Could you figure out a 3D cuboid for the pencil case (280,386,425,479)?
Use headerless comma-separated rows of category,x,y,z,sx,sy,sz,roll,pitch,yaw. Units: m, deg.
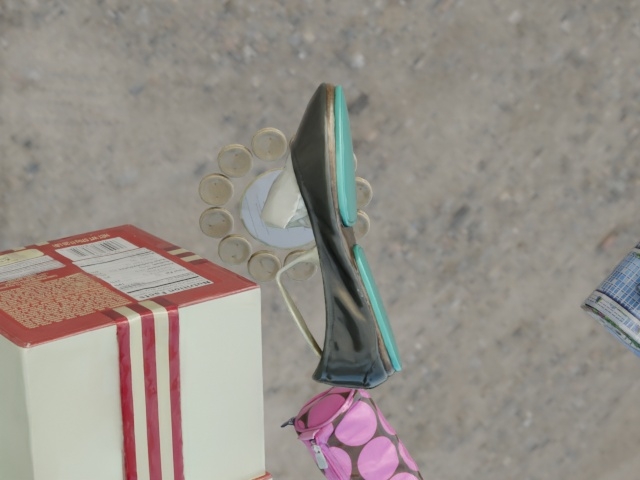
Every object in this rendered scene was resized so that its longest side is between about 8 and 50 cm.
pencil case,0.053,0.258,1.577,0.095,0.209,0.098,-26,-161,30

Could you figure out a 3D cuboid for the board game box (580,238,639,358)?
board game box,0.308,0.075,1.109,0.194,0.194,0.060,-47,168,-7

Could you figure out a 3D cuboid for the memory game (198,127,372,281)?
memory game,-0.037,-0.036,1.492,0.186,0.012,0.186,-1,121,-2

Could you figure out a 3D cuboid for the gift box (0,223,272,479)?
gift box,-0.198,0.144,1.253,0.255,0.276,0.258,-12,110,-30

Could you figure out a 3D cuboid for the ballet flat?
ballet flat,0.000,0.000,1.295,0.096,0.280,0.095,-12,176,7
